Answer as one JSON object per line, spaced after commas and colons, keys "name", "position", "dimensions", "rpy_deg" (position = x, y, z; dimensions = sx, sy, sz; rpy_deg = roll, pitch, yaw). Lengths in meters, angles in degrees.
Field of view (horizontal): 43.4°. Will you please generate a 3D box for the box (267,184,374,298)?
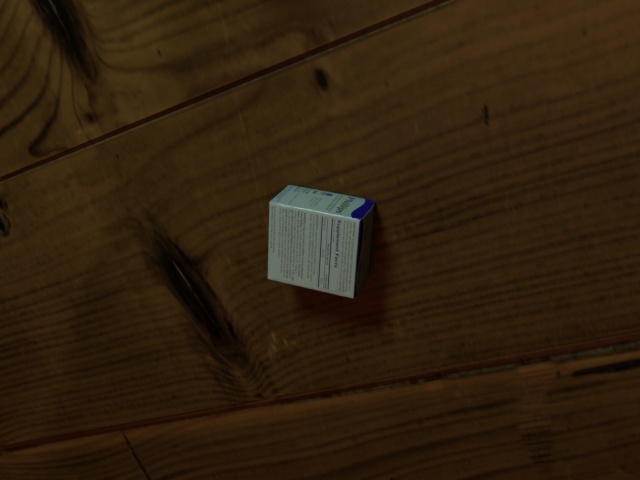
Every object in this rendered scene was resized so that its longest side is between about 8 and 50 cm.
{"name": "box", "position": [0.000, 0.000, 1.149], "dimensions": [0.137, 0.072, 0.126], "rpy_deg": [12, 118, 17]}
